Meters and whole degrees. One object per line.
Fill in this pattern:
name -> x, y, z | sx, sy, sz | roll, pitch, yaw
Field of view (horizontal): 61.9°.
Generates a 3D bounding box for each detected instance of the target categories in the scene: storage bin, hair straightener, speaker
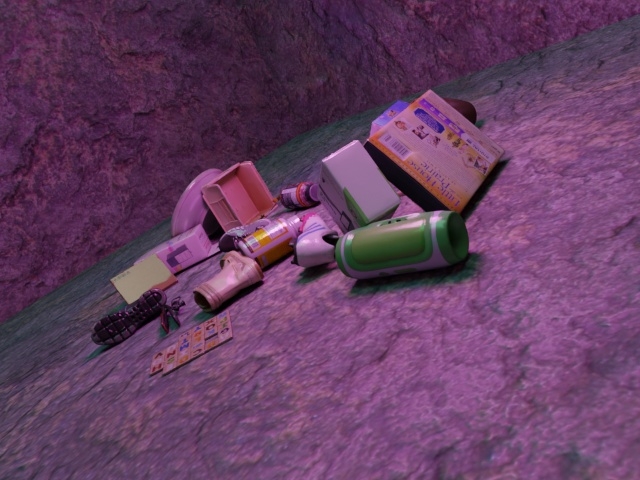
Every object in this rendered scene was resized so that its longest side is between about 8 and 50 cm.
storage bin -> -0.359, -0.189, 2.368 | 0.123, 0.260, 0.262 | -18, 19, 37
hair straightener -> -0.464, 0.227, 1.703 | 0.089, 0.047, 0.230 | -30, 13, -10
speaker -> 0.182, 0.014, 1.231 | 0.297, 0.131, 0.131 | -12, 23, 38

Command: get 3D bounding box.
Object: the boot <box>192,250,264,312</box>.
boot -> -0.313, 0.129, 1.673 | 0.203, 0.095, 0.262 | -36, 24, -23

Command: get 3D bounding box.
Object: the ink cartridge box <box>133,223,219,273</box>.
ink cartridge box -> -0.581, 0.042, 2.247 | 0.354, 0.119, 0.207 | -27, 15, 0

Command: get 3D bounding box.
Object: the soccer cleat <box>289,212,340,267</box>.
soccer cleat -> 0.000, 0.000, 1.602 | 0.143, 0.115, 0.331 | -1, 20, 7

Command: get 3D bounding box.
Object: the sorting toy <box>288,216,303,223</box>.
sorting toy -> -0.138, -0.013, 1.927 | 0.208, 0.038, 0.193 | -39, 21, -23

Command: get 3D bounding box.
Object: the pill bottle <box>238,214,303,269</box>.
pill bottle -> -0.153, 0.005, 1.751 | 0.215, 0.117, 0.117 | -31, 18, -14

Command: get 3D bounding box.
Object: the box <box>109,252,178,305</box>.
box -> -0.680, 0.156, 2.057 | 0.201, 0.164, 0.021 | -35, -25, -25

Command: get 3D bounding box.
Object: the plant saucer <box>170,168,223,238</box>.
plant saucer -> -0.521, -0.130, 2.441 | 0.101, 0.400, 0.400 | 29, 41, 13

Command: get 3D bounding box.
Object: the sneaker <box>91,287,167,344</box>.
sneaker -> -0.634, 0.264, 1.786 | 0.267, 0.101, 0.106 | -33, -1, -24

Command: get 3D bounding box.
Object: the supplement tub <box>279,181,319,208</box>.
supplement tub -> -0.075, -0.188, 2.213 | 0.106, 0.106, 0.198 | -39, 22, -33

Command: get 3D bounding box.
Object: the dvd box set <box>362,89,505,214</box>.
dvd box set -> 0.329, -0.247, 1.504 | 0.420, 0.308, 0.062 | -45, -7, -43

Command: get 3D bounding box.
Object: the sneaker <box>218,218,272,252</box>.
sneaker -> -0.285, -0.011, 2.044 | 0.229, 0.086, 0.132 | -27, 20, -5

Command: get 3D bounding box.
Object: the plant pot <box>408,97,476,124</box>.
plant pot -> 0.488, -0.468, 2.085 | 0.231, 0.215, 0.215 | -20, 13, -26

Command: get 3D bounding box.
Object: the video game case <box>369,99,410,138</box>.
video game case -> 0.262, -0.395, 2.118 | 0.061, 0.244, 0.269 | 23, 41, 19

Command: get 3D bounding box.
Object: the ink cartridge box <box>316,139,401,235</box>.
ink cartridge box -> 0.094, -0.113, 1.432 | 0.115, 0.198, 0.273 | -33, -11, -11

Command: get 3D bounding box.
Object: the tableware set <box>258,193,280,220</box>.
tableware set -> -0.223, -0.132, 2.287 | 0.154, 0.024, 0.104 | -50, 4, 32

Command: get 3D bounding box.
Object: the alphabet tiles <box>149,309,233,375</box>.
alphabet tiles -> -0.347, 0.278, 1.433 | 0.237, 0.009, 0.198 | -28, 18, -5

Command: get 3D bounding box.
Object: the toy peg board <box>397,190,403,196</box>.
toy peg board -> 0.343, -0.229, 1.768 | 0.161, 0.079, 0.161 | -9, 24, 44
